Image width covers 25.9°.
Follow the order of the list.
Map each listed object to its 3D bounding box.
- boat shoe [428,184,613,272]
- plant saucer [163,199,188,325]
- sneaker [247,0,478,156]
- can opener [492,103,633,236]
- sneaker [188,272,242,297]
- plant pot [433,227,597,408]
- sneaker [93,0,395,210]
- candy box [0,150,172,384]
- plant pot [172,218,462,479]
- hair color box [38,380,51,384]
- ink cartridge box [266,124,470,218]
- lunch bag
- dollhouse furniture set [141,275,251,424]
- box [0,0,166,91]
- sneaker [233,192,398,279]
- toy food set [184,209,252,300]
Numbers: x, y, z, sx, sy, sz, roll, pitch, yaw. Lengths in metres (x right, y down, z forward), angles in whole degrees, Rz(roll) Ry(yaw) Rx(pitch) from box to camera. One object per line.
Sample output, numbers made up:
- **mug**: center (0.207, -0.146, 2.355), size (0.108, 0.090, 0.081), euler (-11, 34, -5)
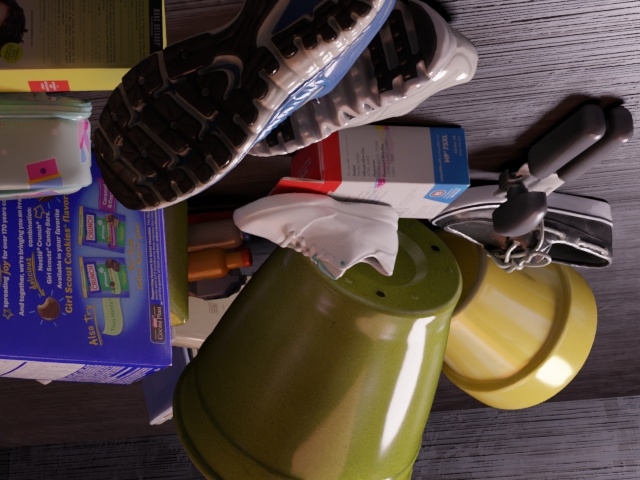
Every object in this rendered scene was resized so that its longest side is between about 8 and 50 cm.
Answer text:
- **boat shoe**: center (0.282, -0.007, 1.941), size (0.306, 0.104, 0.113), euler (8, 160, -34)
- **plant saucer**: center (-0.267, 0.022, 1.798), size (0.188, 0.188, 0.045), euler (-4, 152, 1)
- **sneaker**: center (0.027, -0.151, 1.411), size (0.292, 0.110, 0.118), euler (-15, 169, 36)
- **can opener**: center (0.297, -0.085, 1.723), size (0.074, 0.093, 0.280), euler (3, 158, -18)
- **sneaker**: center (-0.223, 0.046, 2.077), size (0.215, 0.084, 0.083), euler (11, 161, -10)
- **plant pot**: center (0.248, 0.098, 2.101), size (0.254, 0.254, 0.239), euler (-16, 143, 38)
- **sneaker**: center (-0.054, -0.138, 1.225), size (0.330, 0.129, 0.147), euler (-38, 166, 11)
- **candy box**: center (-0.345, 0.023, 1.624), size (0.317, 0.268, 0.122), euler (8, 156, -34)
- **plant pot**: center (0.023, 0.144, 1.915), size (0.367, 0.366, 0.353), euler (5, 130, -26)
- **hair color box**: center (-0.406, 0.098, 2.054), size (0.185, 0.110, 0.339), euler (33, 149, -19)
- **ink cartridge box**: center (0.048, -0.083, 1.679), size (0.231, 0.078, 0.134), euler (1, 163, -16)
- **lunch bag**: center (-0.341, -0.095, 1.396), size (0.224, 0.107, 0.279), euler (-6, -174, -19)
- **dollhouse furniture set**: center (-0.260, 0.209, 2.252), size (0.198, 0.286, 0.303), euler (12, 146, -43)
- **box**: center (-0.257, -0.181, 1.263), size (0.232, 0.087, 0.058), euler (-3, 164, -7)
- **sneaker**: center (0.000, 0.000, 1.645), size (0.212, 0.094, 0.080), euler (5, 164, -24)
- **toy food set**: center (-0.126, 0.017, 1.930), size (0.105, 0.111, 0.232), euler (-8, 168, 10)
